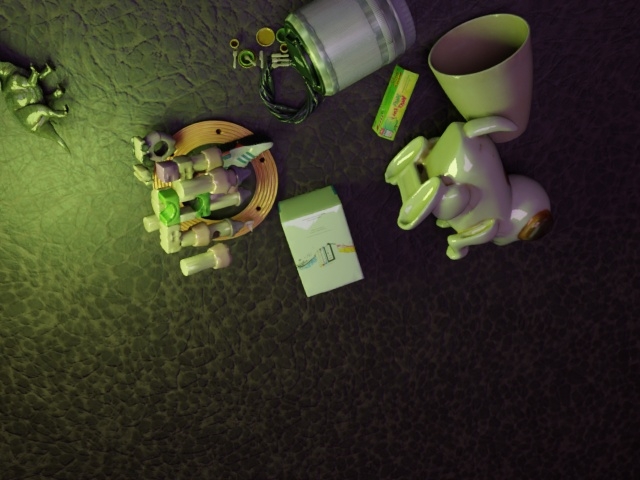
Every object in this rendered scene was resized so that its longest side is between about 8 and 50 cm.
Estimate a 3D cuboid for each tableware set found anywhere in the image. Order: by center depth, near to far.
[{"bbox_3d":[-0.151,-0.491,1.872,0.154,0.024,0.104,-1,88,3],"label":"tableware set"}]

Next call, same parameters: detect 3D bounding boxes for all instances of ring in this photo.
[{"bbox_3d":[-0.283,-0.161,2.000,0.336,0.032,0.337,-3,111,-7],"label":"ring"}]

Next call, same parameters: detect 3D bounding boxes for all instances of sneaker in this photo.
[{"bbox_3d":[-0.198,-0.227,1.946,0.161,0.057,0.075,-16,129,-3],"label":"sneaker"}]

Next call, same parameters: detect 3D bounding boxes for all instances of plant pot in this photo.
[{"bbox_3d":[0.445,-0.397,1.910,0.256,0.256,0.274,-29,129,4],"label":"plant pot"}]

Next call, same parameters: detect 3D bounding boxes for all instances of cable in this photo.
[{"bbox_3d":[-0.086,-0.399,1.929,0.150,0.047,0.184,-34,108,15],"label":"cable"}]

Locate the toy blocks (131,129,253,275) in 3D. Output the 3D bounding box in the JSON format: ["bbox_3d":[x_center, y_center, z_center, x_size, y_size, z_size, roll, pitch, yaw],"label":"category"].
[{"bbox_3d":[-0.295,-0.119,1.903,0.260,0.309,0.289,-19,129,-31],"label":"toy blocks"}]

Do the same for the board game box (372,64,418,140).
[{"bbox_3d":[0.196,-0.365,1.950,0.043,0.092,0.181,16,108,-15],"label":"board game box"}]

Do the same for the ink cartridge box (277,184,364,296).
[{"bbox_3d":[0.000,0.000,2.026,0.168,0.171,0.233,-18,113,0],"label":"ink cartridge box"}]

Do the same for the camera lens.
[{"bbox_3d":[0.065,-0.501,1.800,0.274,0.219,0.219,-30,113,-4],"label":"camera lens"}]

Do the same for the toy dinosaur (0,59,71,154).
[{"bbox_3d":[-0.722,-0.349,1.837,0.160,0.121,0.313,-23,118,14],"label":"toy dinosaur"}]

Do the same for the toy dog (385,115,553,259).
[{"bbox_3d":[0.434,-0.136,1.987,0.408,0.284,0.395,27,114,-28],"label":"toy dog"}]
